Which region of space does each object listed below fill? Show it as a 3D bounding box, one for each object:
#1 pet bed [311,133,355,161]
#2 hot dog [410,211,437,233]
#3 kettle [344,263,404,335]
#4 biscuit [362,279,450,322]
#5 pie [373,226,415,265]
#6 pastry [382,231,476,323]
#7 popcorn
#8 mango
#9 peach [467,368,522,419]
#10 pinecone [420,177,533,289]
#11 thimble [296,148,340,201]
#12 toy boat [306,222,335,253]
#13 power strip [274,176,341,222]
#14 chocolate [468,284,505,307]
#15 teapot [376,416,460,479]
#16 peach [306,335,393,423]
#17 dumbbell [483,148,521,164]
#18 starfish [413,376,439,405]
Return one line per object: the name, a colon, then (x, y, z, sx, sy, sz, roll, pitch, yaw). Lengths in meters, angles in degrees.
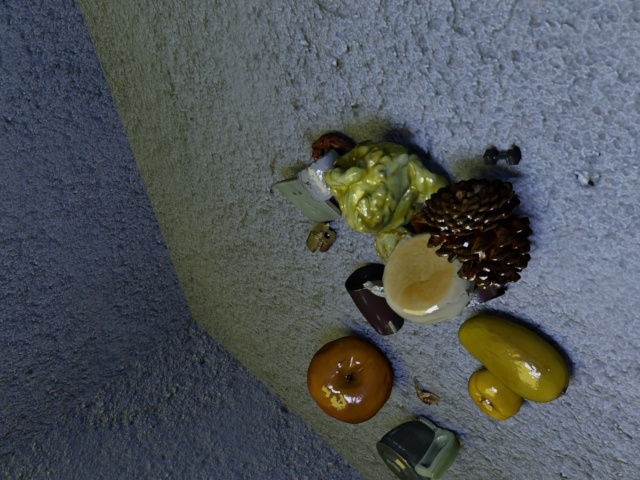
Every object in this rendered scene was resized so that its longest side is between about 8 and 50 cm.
pet bed: (0.058, -0.235, 1.790, 0.201, 0.053, 0.201, 34, 149, 23)
hot dog: (0.319, -0.049, 1.601, 0.188, 0.055, 0.072, 6, 126, 53)
kettle: (0.186, 0.208, 2.029, 0.232, 0.144, 0.202, 62, 171, -23)
biscuit: (0.277, 0.174, 1.852, 0.290, 0.141, 0.038, 20, 104, 13)
pie: (0.255, 0.050, 1.779, 0.201, 0.090, 0.248, 19, 139, 49)
pastry: (0.288, 0.098, 1.563, 0.265, 0.265, 0.133, 25, 177, 42)
popcorn: (0.150, -0.145, 1.548, 0.237, 0.293, 0.293, 63, 157, 20)
mango: (0.523, 0.309, 1.617, 0.332, 0.142, 0.195, 38, 145, 31)
peach: (0.538, 0.471, 1.826, 0.179, 0.103, 0.179, 41, 151, 28)
pinecone: (0.372, -0.006, 1.380, 0.246, 0.246, 0.292, 8, 137, 54)
thimble: (0.014, -0.185, 1.722, 0.118, 0.127, 0.151, 54, 157, -9)
toy boat: (0.000, 0.000, 2.131, 0.088, 0.068, 0.226, 36, 158, 4)
power strip: (-0.031, -0.152, 2.004, 0.213, 0.064, 0.198, 42, 157, -24)
chocolate: (0.413, 0.131, 1.617, 0.149, 0.125, 0.080, -22, 87, 66)
teapot: (0.380, 0.800, 2.307, 0.239, 0.239, 0.321, 43, 156, 16)
peach: (0.114, 0.550, 2.348, 0.343, 0.343, 0.301, 46, 174, 12)
dumbbell: (0.406, -0.187, 1.325, 0.083, 0.040, 0.036, 11, 101, 52)
starfish: (0.384, 0.584, 2.258, 0.130, 0.041, 0.133, 52, 152, 4)
